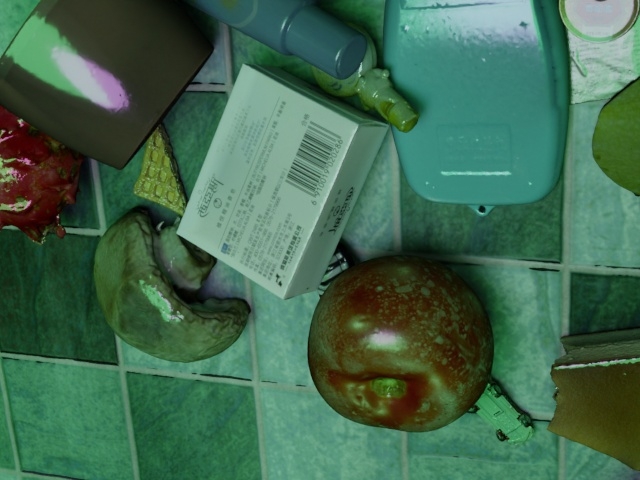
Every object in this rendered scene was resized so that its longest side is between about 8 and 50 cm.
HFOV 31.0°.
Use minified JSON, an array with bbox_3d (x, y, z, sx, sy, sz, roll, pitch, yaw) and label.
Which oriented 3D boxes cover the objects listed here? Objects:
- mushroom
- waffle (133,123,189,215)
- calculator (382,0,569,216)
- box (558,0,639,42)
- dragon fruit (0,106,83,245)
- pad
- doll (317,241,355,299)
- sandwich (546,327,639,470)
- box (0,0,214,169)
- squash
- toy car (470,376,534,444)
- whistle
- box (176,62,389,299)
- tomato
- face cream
[{"bbox_3d":[-0.260,0.090,1.808,0.189,0.164,0.267,-32,98,27],"label":"mushroom"},{"bbox_3d":[-0.232,-0.121,1.789,0.097,0.023,0.153,22,117,9],"label":"waffle"},{"bbox_3d":[0.209,-0.211,1.576,0.256,0.054,0.387,1,115,20],"label":"calculator"},{"bbox_3d":[0.360,-0.307,1.481,0.105,0.037,0.106,8,114,18],"label":"box"},{"bbox_3d":[-0.465,-0.114,1.784,0.205,0.210,0.268,10,122,36],"label":"dragon fruit"},{"bbox_3d":[0.435,-0.269,1.492,0.264,0.009,0.160,-7,110,23],"label":"pad"},{"bbox_3d":[0.000,0.000,1.731,0.091,0.067,0.219,-2,109,34],"label":"doll"},{"bbox_3d":[0.423,0.189,1.631,0.186,0.108,0.220,25,120,8],"label":"sandwich"},{"bbox_3d":[-0.297,-0.247,1.614,0.216,0.301,0.301,37,120,-10],"label":"box"},{"bbox_3d":[0.485,-0.154,1.515,0.204,0.155,0.237,-12,112,-16],"label":"squash"},{"bbox_3d":[0.275,0.260,1.758,0.122,0.035,0.059,44,119,-11],"label":"toy car"},{"bbox_3d":[0.065,-0.222,1.589,0.198,0.057,0.104,44,126,22],"label":"whistle"},{"bbox_3d":[-0.056,-0.085,1.637,0.203,0.116,0.274,29,107,22],"label":"box"},{"bbox_3d":[0.116,0.139,1.659,0.270,0.223,0.270,12,137,11],"label":"tomato"},{"bbox_3d":[-0.104,-0.339,1.597,0.385,0.086,0.136,34,121,23],"label":"face cream"}]
